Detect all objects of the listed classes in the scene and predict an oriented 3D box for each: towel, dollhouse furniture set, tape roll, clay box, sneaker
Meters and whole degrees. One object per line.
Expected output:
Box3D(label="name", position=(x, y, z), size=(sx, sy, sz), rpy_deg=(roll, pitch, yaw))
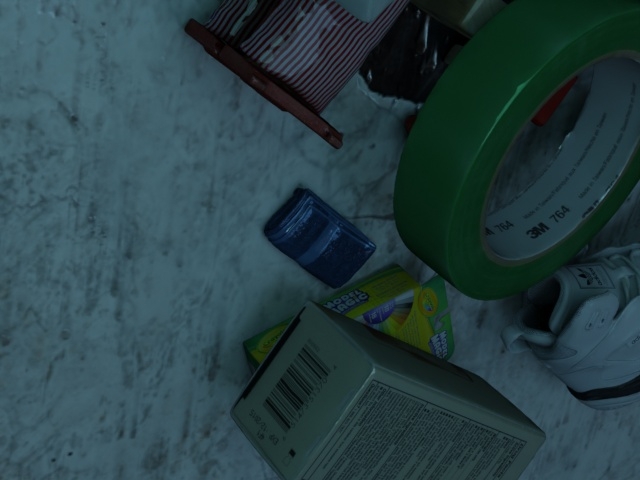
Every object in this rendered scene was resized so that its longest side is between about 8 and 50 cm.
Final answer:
Box3D(label="towel", position=(0.000, 0.000, 1.329), size=(0.067, 0.029, 0.119), rpy_deg=(-49, 131, 3))
Box3D(label="dollhouse furniture set", position=(0.086, -0.160, 1.208), size=(0.374, 0.152, 0.201), rpy_deg=(31, 98, -40))
Box3D(label="tape roll", position=(0.211, -0.093, 1.259), size=(0.321, 0.077, 0.321), rpy_deg=(-32, 144, -27))
Box3D(label="clay box", position=(0.036, 0.117, 1.404), size=(0.222, 0.053, 0.127), rpy_deg=(-26, 129, -18))
Box3D(label="sneaker", position=(0.373, 0.040, 1.481), size=(0.210, 0.137, 0.366), rpy_deg=(26, 119, -38))

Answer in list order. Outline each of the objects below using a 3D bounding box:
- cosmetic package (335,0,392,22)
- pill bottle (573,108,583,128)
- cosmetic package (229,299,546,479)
Box3D(label="cosmetic package", position=(0.063, -0.374, 0.823), size=(0.230, 0.161, 0.453), rpy_deg=(-44, 162, -21))
Box3D(label="pill bottle", position=(0.360, -0.112, 1.452), size=(0.152, 0.086, 0.086), rpy_deg=(-2, 117, -31))
Box3D(label="cosmetic package", position=(0.074, 0.189, 1.353), size=(0.296, 0.129, 0.153), rpy_deg=(28, 100, -43))
